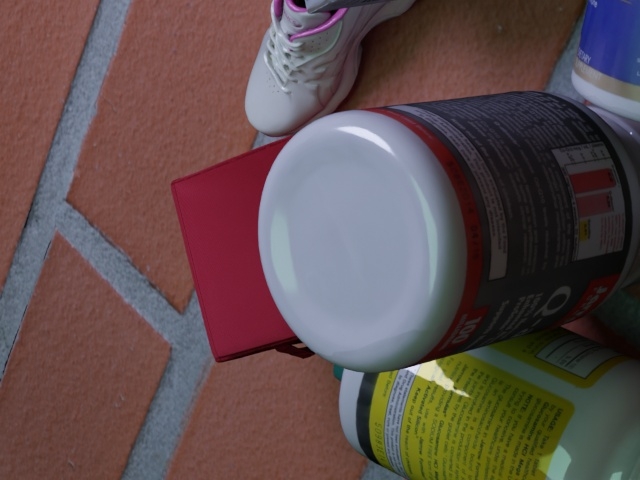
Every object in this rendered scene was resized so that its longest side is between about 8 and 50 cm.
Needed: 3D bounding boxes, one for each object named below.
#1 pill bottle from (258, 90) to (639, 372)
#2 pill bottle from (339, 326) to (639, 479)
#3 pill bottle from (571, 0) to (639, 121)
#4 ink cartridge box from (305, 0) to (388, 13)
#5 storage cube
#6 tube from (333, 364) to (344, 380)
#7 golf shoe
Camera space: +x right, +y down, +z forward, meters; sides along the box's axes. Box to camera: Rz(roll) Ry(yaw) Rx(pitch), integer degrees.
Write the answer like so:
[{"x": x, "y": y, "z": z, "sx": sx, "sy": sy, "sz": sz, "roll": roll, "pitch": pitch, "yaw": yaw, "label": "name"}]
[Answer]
[{"x": 0.140, "y": -0.019, "z": 1.590, "sx": 0.210, "sy": 0.363, "sz": 0.210, "roll": 9, "pitch": 104, "yaw": 42, "label": "pill bottle"}, {"x": 0.196, "y": 0.170, "z": 1.690, "sx": 0.334, "sy": 0.188, "sz": 0.188, "roll": 24, "pitch": 114, "yaw": 34, "label": "pill bottle"}, {"x": 0.305, "y": -0.233, "z": 1.539, "sx": 0.153, "sy": 0.153, "sz": 0.264, "roll": 26, "pitch": 114, "yaw": 37, "label": "pill bottle"}, {"x": 0.101, "y": -0.381, "z": 1.689, "sx": 0.130, "sy": 0.272, "sz": 0.309, "roll": 171, "pitch": 89, "yaw": -75, "label": "ink cartridge box"}, {"x": 0.000, "y": 0.000, "z": 1.853, "sx": 0.193, "sy": 0.184, "sz": 0.215, "roll": -19, "pitch": 84, "yaw": 42, "label": "storage cube"}, {"x": 0.106, "y": 0.162, "z": 1.880, "sx": 0.207, "sy": 0.052, "sz": 0.080, "roll": 30, "pitch": 118, "yaw": 30, "label": "tube"}, {"x": -0.011, "y": -0.214, "z": 1.854, "sx": 0.115, "sy": 0.140, "sz": 0.306, "roll": 54, "pitch": 131, "yaw": 20, "label": "golf shoe"}]
